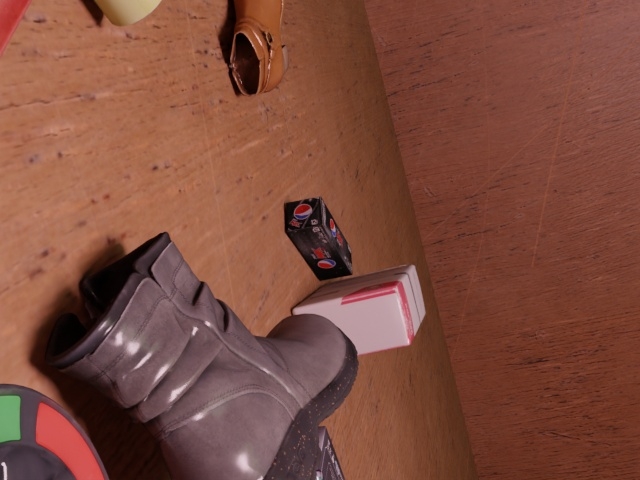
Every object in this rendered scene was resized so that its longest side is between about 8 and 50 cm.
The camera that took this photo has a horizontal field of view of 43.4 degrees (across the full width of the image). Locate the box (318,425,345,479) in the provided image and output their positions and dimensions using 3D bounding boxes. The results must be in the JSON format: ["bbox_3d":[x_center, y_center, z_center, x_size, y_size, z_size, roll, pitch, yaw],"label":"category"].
[{"bbox_3d":[0.003,0.370,0.956,0.183,0.056,0.231,-75,150,-60],"label":"box"}]

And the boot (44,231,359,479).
[{"bbox_3d":[-0.081,0.080,0.690,0.223,0.118,0.338,53,13,-9],"label":"boot"}]

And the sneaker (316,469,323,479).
[{"bbox_3d":[-0.059,0.214,0.797,0.223,0.083,0.098,22,52,-73],"label":"sneaker"}]

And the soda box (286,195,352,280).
[{"bbox_3d":[0.000,0.000,1.248,0.169,0.060,0.053,59,25,-55],"label":"soda box"}]

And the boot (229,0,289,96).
[{"bbox_3d":[-0.096,-0.300,1.106,0.152,0.072,0.197,-61,135,-63],"label":"boot"}]

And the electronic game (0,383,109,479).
[{"bbox_3d":[-0.170,0.193,0.437,0.229,0.048,0.229,-12,90,-76],"label":"electronic game"}]

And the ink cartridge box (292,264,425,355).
[{"bbox_3d":[0.065,0.107,1.210,0.218,0.158,0.092,-33,109,-75],"label":"ink cartridge box"}]

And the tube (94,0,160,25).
[{"bbox_3d":[-0.216,-0.285,0.653,0.070,0.062,0.240,32,-16,42],"label":"tube"}]

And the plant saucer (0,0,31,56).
[{"bbox_3d":[-0.175,-0.272,0.483,0.258,0.047,0.259,126,-21,-57],"label":"plant saucer"}]
